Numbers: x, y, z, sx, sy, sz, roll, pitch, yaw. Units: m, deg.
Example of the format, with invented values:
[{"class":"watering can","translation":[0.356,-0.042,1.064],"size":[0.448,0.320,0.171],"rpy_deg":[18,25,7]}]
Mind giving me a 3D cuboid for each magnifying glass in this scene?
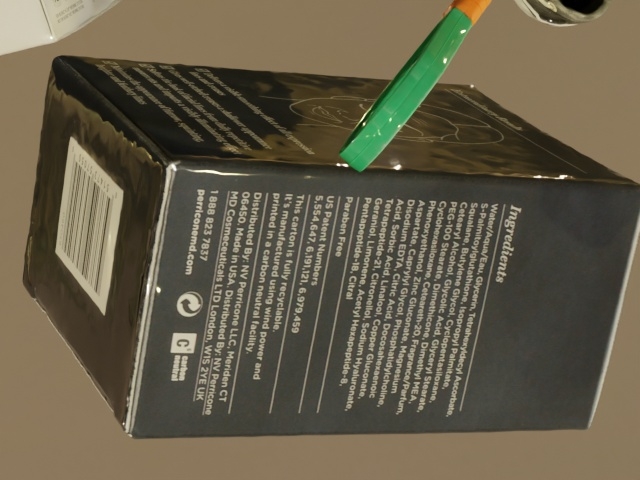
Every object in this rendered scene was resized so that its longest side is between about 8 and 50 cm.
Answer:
[{"class":"magnifying glass","translation":[0.083,-0.134,1.197],"size":[0.231,0.026,0.092],"rpy_deg":[-56,-174,-31]}]

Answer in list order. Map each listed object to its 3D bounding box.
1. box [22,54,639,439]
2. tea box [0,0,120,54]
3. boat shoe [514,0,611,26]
[{"class":"box","translation":[0.000,0.000,1.387],"size":[0.396,0.212,0.293],"rpy_deg":[2,-161,-25]},{"class":"tea box","translation":[-0.368,-0.301,1.424],"size":[0.329,0.323,0.220],"rpy_deg":[-11,-162,19]},{"class":"boat shoe","translation":[0.102,-0.220,0.988],"size":[0.078,0.219,0.070],"rpy_deg":[-34,-170,2]}]
